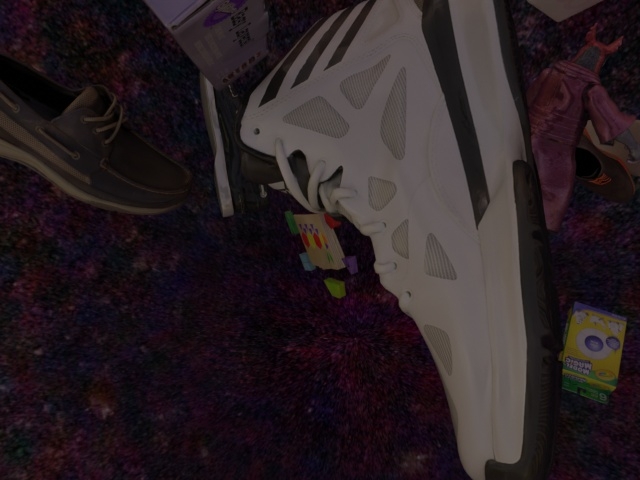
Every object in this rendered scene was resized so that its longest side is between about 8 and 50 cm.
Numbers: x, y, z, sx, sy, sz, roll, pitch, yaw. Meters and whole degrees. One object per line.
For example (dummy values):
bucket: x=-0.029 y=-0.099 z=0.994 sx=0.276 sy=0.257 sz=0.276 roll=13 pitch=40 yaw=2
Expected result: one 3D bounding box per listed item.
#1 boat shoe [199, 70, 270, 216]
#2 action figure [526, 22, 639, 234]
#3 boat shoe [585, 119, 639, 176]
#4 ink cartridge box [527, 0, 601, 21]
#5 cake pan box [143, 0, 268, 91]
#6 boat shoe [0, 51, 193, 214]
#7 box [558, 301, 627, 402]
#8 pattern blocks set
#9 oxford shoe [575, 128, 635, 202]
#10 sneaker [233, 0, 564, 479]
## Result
boat shoe: x=-0.153 y=-0.193 z=1.052 sx=0.091 sy=0.114 sz=0.303 roll=-9 pitch=89 yaw=-13
action figure: x=0.390 y=-0.197 z=1.044 sx=0.275 sy=0.248 sz=0.370 roll=4 pitch=114 yaw=-35
boat shoe: x=0.774 y=-0.228 z=1.426 sx=0.158 sy=0.340 sz=0.127 roll=2 pitch=110 yaw=-7
ink cartridge box: x=0.309 y=-0.346 z=0.685 sx=0.189 sy=0.232 sz=0.066 roll=-17 pitch=81 yaw=43
cake pan box: x=-0.133 y=-0.230 z=0.404 sx=0.070 sy=0.267 sz=0.246 roll=-40 pitch=99 yaw=2
boat shoe: x=-0.344 y=-0.151 z=0.854 sx=0.355 sy=0.130 sz=0.132 roll=23 pitch=39 yaw=-20
box: x=0.520 y=0.215 z=1.154 sx=0.105 sy=0.043 sz=0.179 roll=17 pitch=61 yaw=15
pattern blocks set: x=0.000 y=0.000 z=1.400 sx=0.026 sy=0.325 sz=0.285 roll=-24 pitch=109 yaw=-20
oxford shoe: x=0.594 y=-0.149 z=1.305 sx=0.271 sy=0.097 sz=0.098 roll=32 pitch=41 yaw=-21
sneaker: x=0.061 y=-0.016 z=0.531 sx=0.257 sy=0.169 sz=0.448 roll=-10 pitch=71 yaw=22
